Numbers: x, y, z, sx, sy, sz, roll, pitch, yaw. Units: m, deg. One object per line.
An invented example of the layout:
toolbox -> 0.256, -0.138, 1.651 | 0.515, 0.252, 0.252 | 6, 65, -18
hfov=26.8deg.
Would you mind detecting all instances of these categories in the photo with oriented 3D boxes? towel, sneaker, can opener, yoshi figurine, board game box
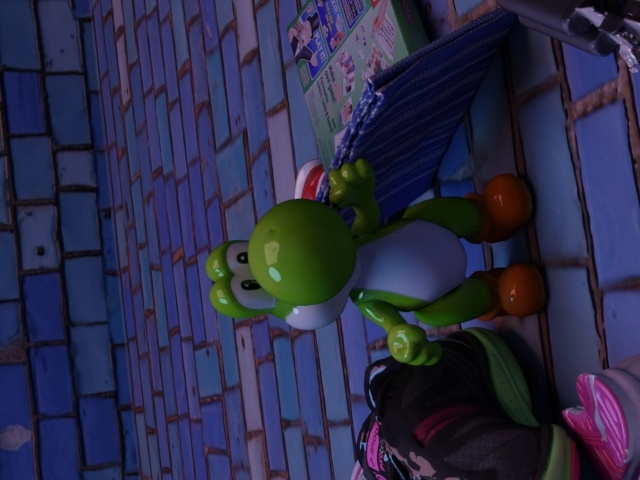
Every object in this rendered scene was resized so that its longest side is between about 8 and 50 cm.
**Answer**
towel -> 0.097, -0.111, 1.542 | 0.040, 0.243, 0.336 | 46, 145, 16
sneaker -> 0.145, 0.239, 1.390 | 0.483, 0.202, 0.185 | -115, 18, -74
sneaker -> 0.000, 0.000, 1.999 | 0.128, 0.087, 0.221 | -135, 43, -62
can opener -> 0.267, -0.223, 1.299 | 0.093, 0.074, 0.280 | -57, 28, 1
yoshi figurine -> 0.065, 0.020, 1.433 | 0.203, 0.362, 0.203 | -119, 29, -52
sneaker -> 0.297, 0.167, 1.237 | 0.252, 0.111, 0.103 | 80, 165, -70
board game box -> 0.053, -0.232, 1.759 | 0.213, 0.046, 0.317 | -48, 43, 39

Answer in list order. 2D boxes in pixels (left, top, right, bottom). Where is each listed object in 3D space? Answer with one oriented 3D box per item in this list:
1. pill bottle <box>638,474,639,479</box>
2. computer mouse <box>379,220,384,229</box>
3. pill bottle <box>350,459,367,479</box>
pill bottle -> 0.331, 0.197, 1.099 | 0.131, 0.131, 0.229 | -119, 32, -48
computer mouse -> 0.044, -0.092, 1.828 | 0.184, 0.060, 0.262 | 47, 123, 60
pill bottle -> 0.157, 0.339, 1.545 | 0.283, 0.160, 0.160 | -134, 44, -59
